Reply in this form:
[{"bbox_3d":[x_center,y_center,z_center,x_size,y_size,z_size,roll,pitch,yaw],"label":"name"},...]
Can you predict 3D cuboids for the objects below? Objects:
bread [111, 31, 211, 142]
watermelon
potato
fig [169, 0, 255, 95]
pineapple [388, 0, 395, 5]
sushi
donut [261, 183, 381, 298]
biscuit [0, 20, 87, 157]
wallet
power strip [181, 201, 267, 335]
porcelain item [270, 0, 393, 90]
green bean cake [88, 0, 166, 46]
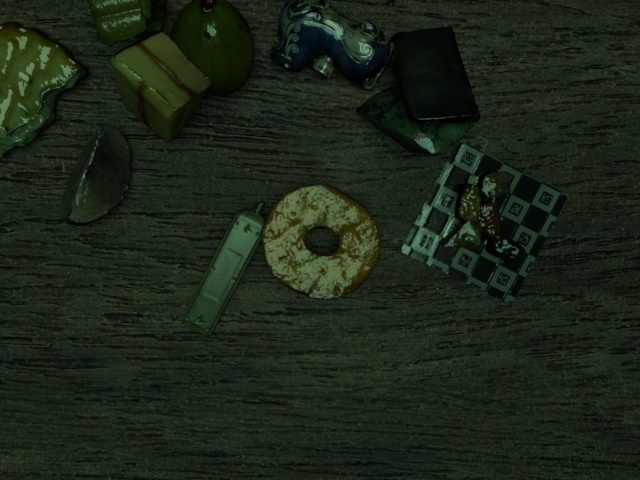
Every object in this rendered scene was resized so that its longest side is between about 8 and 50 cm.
[{"bbox_3d":[-0.392,-0.306,1.160,0.168,0.163,0.264,41,134,-9],"label":"bread"},{"bbox_3d":[0.265,-0.307,1.284,0.260,0.176,0.256,-34,60,3],"label":"watermelon"},{"bbox_3d":[-0.561,-0.153,1.286,0.120,0.100,0.261,27,79,-45],"label":"potato"},{"bbox_3d":[-0.255,-0.457,1.185,0.203,0.225,0.202,1,74,-4],"label":"fig"},{"bbox_3d":[0.158,-0.648,1.267,0.058,0.058,0.124,-29,99,1],"label":"pineapple"},{"bbox_3d":[0.454,-0.042,1.369,0.359,0.064,0.343,25,96,-8],"label":"sushi"},{"bbox_3d":[0.000,0.000,1.318,0.303,0.110,0.302,-1,98,-6],"label":"donut"},{"bbox_3d":[-0.730,-0.366,1.239,0.335,0.078,0.329,-8,96,-3],"label":"biscuit"},{"bbox_3d":[0.264,-0.396,1.222,0.173,0.045,0.317,-5,57,-2],"label":"wallet"},{"bbox_3d":[-0.242,0.068,1.340,0.092,0.066,0.387,28,98,-6],"label":"power strip"},{"bbox_3d":[0.025,-0.470,1.246,0.288,0.138,0.186,26,106,-6],"label":"porcelain item"},{"bbox_3d":[-0.421,-0.551,1.106,0.124,0.236,0.232,-9,118,0],"label":"green bean cake"}]
